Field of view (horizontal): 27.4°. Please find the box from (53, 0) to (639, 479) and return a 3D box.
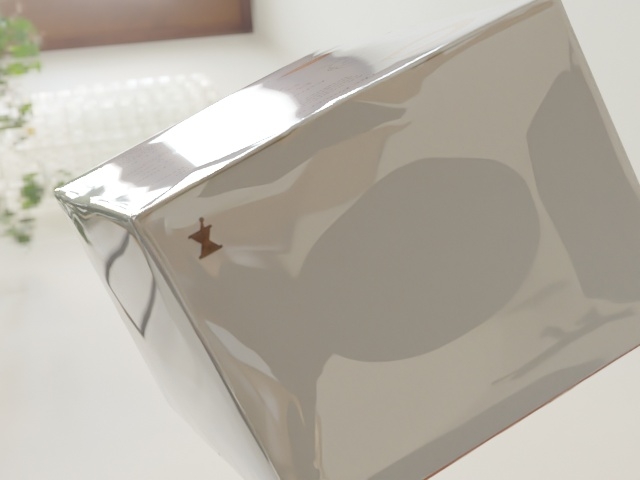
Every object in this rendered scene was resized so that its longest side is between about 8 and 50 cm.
[{"bbox_3d":[0.000,0.000,0.727,0.168,0.215,0.345,63,-13,-11],"label":"box"}]
